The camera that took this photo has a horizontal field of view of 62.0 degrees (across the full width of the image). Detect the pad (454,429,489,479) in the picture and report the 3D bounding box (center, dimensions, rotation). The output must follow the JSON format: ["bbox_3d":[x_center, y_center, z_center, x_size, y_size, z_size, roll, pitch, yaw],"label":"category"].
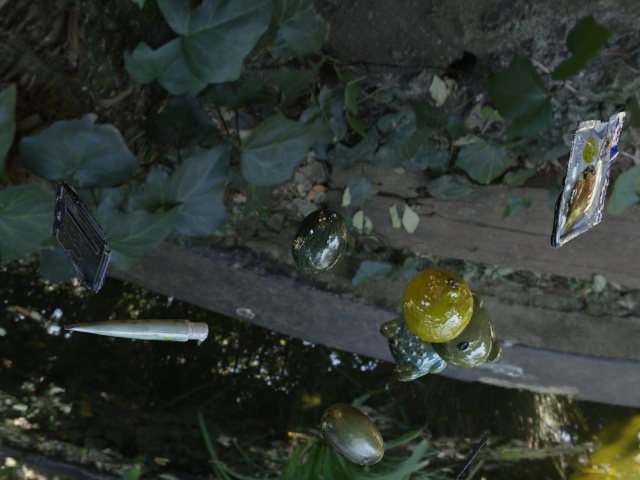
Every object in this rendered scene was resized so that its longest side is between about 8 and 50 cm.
[{"bbox_3d":[0.315,0.446,1.105,0.003,0.112,0.157,36,-178,23],"label":"pad"}]

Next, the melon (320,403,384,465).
[{"bbox_3d":[0.069,0.405,1.107,0.162,0.099,0.099,42,134,-16],"label":"melon"}]

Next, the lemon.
[{"bbox_3d":[0.178,0.099,0.814,0.108,0.109,0.133,12,146,-7],"label":"lemon"}]

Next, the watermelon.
[{"bbox_3d":[0.000,0.000,0.788,0.078,0.078,0.111,18,120,-15],"label":"watermelon"}]

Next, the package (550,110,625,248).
[{"bbox_3d":[0.374,-0.088,0.740,0.027,0.173,0.171,21,120,44],"label":"package"}]

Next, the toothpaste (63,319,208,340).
[{"bbox_3d":[-0.416,0.202,1.223,0.314,0.056,0.058,6,131,-27],"label":"toothpaste"}]

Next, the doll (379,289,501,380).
[{"bbox_3d":[0.301,0.238,1.311,0.260,0.177,0.161,-27,165,36],"label":"doll"}]

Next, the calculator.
[{"bbox_3d":[-0.473,0.002,1.049,0.166,0.028,0.274,55,145,4],"label":"calculator"}]
